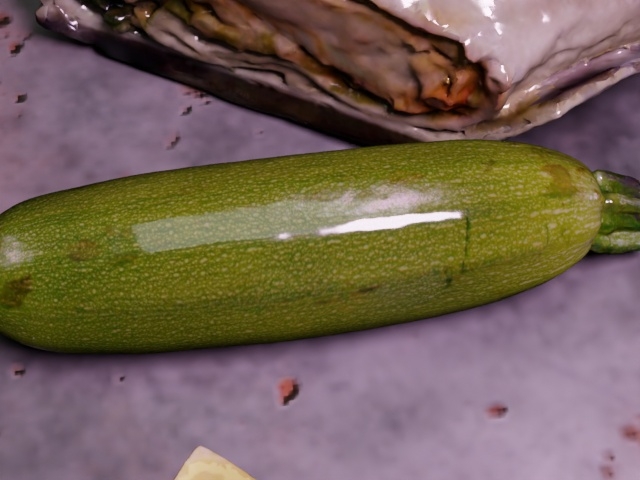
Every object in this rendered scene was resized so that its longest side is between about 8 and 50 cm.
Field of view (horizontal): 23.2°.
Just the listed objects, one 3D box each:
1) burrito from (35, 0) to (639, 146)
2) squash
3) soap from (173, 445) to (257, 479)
[{"bbox_3d":[0.073,-0.119,0.602,0.347,0.107,0.175,-23,48,-15],"label":"burrito"},{"bbox_3d":[0.000,0.000,0.546,0.252,0.066,0.066,-8,59,-4],"label":"squash"},{"bbox_3d":[0.059,0.153,0.437,0.252,0.092,0.037,31,66,18],"label":"soap"}]
